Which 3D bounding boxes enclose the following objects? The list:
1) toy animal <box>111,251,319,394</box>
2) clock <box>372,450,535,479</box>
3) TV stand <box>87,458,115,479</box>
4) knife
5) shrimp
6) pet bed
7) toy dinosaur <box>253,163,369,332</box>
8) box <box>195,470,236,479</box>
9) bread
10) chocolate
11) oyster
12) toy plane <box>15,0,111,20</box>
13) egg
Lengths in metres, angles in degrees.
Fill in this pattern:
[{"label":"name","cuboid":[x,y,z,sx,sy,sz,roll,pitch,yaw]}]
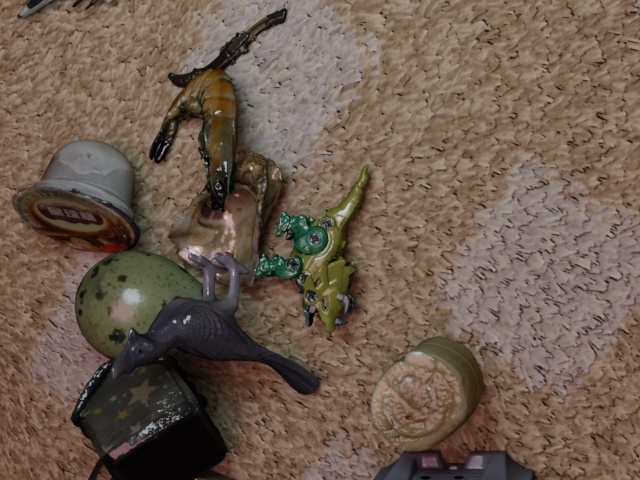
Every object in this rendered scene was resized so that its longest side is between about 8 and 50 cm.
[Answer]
[{"label":"toy animal","cuboid":[-0.154,0.118,1.602,0.081,0.367,0.206,-18,68,44]},{"label":"clock","cuboid":[0.177,0.368,1.556,0.253,0.186,0.083,-3,96,17]},{"label":"TV stand","cuboid":[-0.348,0.366,1.797,0.042,0.036,0.249,30,102,14]},{"label":"knife","cuboid":[-0.141,-0.292,1.684,0.222,0.021,0.045,-27,84,18]},{"label":"shrimp","cuboid":[-0.192,-0.129,1.649,0.198,0.051,0.262,-32,55,39]},{"label":"pet bed","cuboid":[-0.264,0.279,1.659,0.183,0.211,0.159,-33,58,-7]},{"label":"toy dinosaur","cuboid":[0.000,0.000,1.634,0.153,0.094,0.259,16,91,14]},{"label":"box","cuboid":[-0.135,0.491,1.732,0.365,0.051,0.204,16,99,15]},{"label":"bread","cuboid":[0.157,0.222,1.572,0.134,0.141,0.148,35,104,13]},{"label":"chocolate","cuboid":[-0.360,-0.078,1.709,0.221,0.221,0.147,9,58,16]},{"label":"oyster","cuboid":[-0.129,-0.040,1.672,0.161,0.107,0.233,30,120,4]},{"label":"toy plane","cuboid":[-0.398,-0.427,1.731,0.234,0.082,0.160,-35,94,32]},{"label":"egg","cuboid":[-0.266,0.109,1.679,0.228,0.177,0.177,15,100,-5]}]
